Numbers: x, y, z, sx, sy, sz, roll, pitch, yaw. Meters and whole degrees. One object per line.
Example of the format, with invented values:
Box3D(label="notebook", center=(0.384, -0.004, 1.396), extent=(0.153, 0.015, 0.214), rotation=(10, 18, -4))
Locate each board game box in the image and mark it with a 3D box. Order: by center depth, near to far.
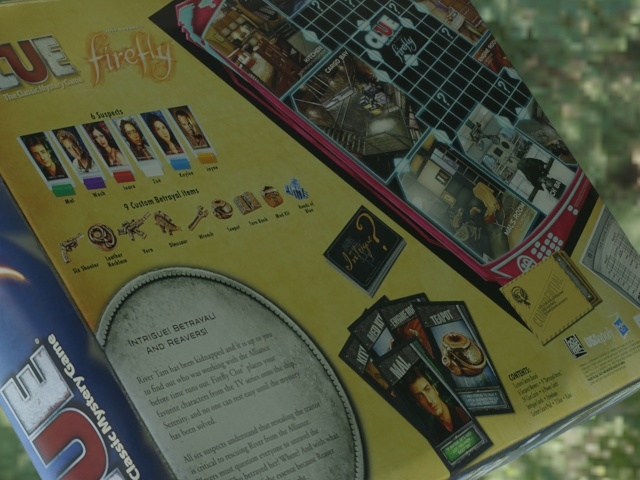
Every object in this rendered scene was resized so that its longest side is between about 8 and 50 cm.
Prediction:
Box3D(label="board game box", center=(0.000, 0.000, 0.522), extent=(0.042, 0.165, 0.243), rotation=(-40, 165, 36))
